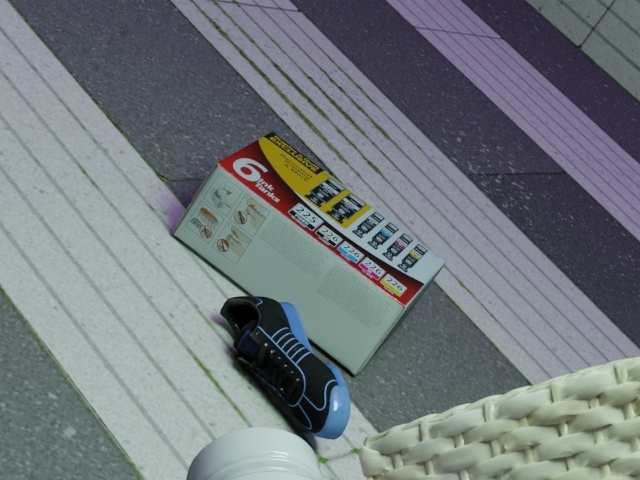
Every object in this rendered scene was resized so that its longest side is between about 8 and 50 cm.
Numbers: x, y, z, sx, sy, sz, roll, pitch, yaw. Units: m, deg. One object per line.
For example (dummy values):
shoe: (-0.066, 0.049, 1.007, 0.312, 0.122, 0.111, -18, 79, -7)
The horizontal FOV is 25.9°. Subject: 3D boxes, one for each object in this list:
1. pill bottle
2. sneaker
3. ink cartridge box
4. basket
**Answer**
pill bottle: (-0.044, 0.315, 1.273, 0.160, 0.160, 0.283, 21, 29, -25)
sneaker: (-0.047, 0.149, 1.656, 0.090, 0.081, 0.232, 11, 27, -35)
ink cartridge box: (0.000, 0.000, 1.899, 0.309, 0.130, 0.272, 37, 25, 6)
basket: (0.245, 0.310, 1.264, 0.266, 0.331, 0.328, 32, 45, -53)
